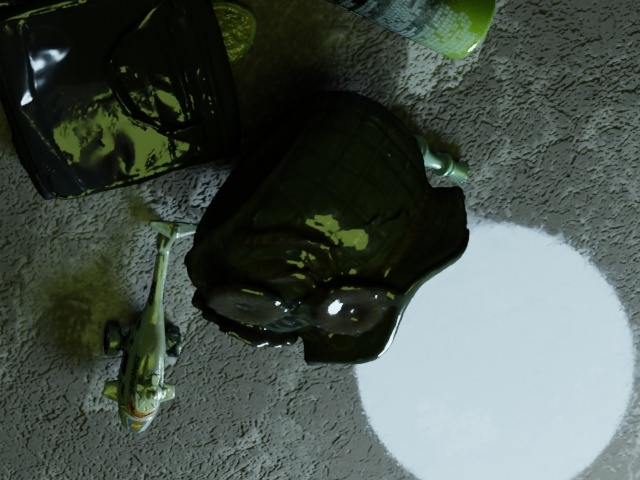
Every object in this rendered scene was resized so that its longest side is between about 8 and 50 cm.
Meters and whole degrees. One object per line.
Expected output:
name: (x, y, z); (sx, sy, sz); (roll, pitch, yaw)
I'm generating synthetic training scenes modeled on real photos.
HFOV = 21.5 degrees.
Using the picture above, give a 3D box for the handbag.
handbag: (-0.217, -0.171, 1.750); (0.244, 0.088, 0.275); (-13, 126, -2)

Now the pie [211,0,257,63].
pie: (-0.109, -0.221, 1.791); (0.084, 0.021, 0.084); (-10, 129, -12)

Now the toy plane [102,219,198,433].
toy plane: (-0.195, 0.100, 1.953); (0.092, 0.108, 0.286); (5, 110, -17)

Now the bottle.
bottle: (0.026, -0.288, 1.736); (0.330, 0.093, 0.093); (21, 117, -28)

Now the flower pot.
flower pot: (0.000, 0.000, 1.800); (0.213, 0.302, 0.302); (39, 109, -13)

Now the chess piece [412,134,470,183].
chess piece: (0.135, -0.090, 1.945); (0.093, 0.042, 0.042); (18, 118, -34)
